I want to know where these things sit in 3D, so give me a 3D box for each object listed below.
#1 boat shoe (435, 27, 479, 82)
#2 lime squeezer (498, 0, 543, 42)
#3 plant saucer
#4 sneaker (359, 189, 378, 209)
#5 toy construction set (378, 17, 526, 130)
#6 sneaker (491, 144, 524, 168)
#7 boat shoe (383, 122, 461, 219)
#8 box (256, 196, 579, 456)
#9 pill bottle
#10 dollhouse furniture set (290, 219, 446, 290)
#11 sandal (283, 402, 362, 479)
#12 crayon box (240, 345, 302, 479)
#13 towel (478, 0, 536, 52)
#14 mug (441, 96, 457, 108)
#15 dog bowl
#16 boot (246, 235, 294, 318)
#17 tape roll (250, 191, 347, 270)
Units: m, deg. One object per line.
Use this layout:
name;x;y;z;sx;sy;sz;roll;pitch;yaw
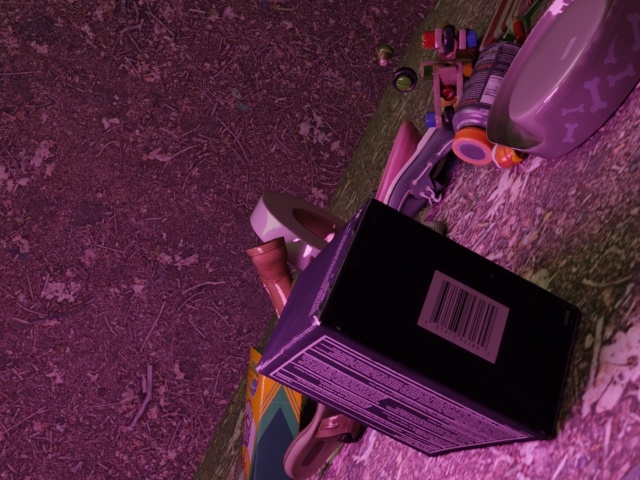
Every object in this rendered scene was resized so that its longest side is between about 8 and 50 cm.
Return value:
boat shoe;0.428;-0.583;2.114;0.104;0.111;0.307;-58;8;33
lime squeezer;0.481;-0.503;1.658;0.310;0.059;0.110;-62;7;-12
plant saucer;0.218;-0.171;1.941;0.332;0.084;0.332;20;-90;-89
sneaker;0.155;-0.070;2.187;0.221;0.087;0.083;-60;7;14
toy construction set;0.334;-0.434;1.612;0.309;0.257;0.237;-21;31;26
sneaker;0.379;-0.208;1.299;0.067;0.064;0.175;-16;46;51
boat shoe;0.253;-0.139;1.657;0.319;0.099;0.116;-59;-35;-5
box;0.108;0.130;0.890;0.183;0.296;0.294;-66;8;-27
pill bottle;0.351;-0.276;1.407;0.246;0.130;0.130;-64;7;-21
dollhouse furniture set;0.108;0.033;1.479;0.301;0.151;0.197;-34;19;23
sandal;0.035;0.371;1.351;0.303;0.120;0.086;-61;35;18
crayon box;-0.129;0.438;1.730;0.363;0.106;0.313;158;116;-78
towel;0.554;-0.677;1.906;0.237;0.037;0.329;-65;6;-10
mug;0.391;-0.426;2.057;0.064;0.078;0.062;-50;-22;20
dog bowl;0.414;-0.289;1.125;0.349;0.102;0.349;-61;7;13
boot;-0.070;0.132;1.539;0.089;0.269;0.236;-23;-4;-3
tape roll;0.000;0.000;1.805;0.072;0.392;0.392;-60;7;17
